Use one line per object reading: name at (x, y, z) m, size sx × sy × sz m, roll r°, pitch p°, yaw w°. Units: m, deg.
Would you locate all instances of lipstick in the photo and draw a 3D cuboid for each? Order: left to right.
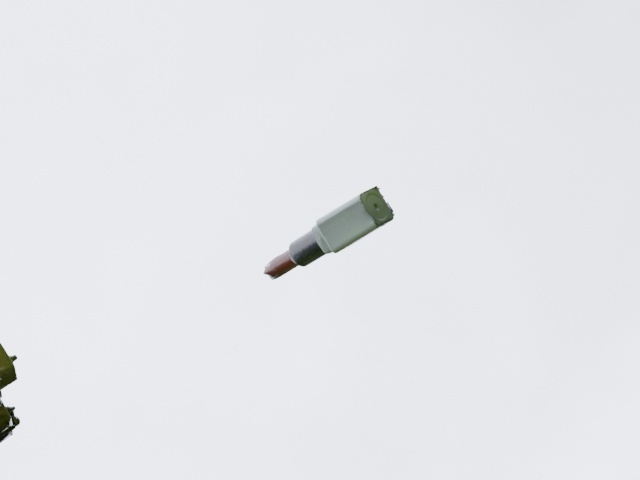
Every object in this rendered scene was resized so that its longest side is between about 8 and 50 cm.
lipstick at (0.000, 0.000, 1.181) m, size 0.107 × 0.025 × 0.025 m, roll -30°, pitch -2°, yaw 36°

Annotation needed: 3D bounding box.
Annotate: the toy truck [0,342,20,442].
toy truck at (-0.359, 0.166, 1.747) m, size 0.127 × 0.127 × 0.257 m, roll -29°, pitch -19°, yaw -21°
